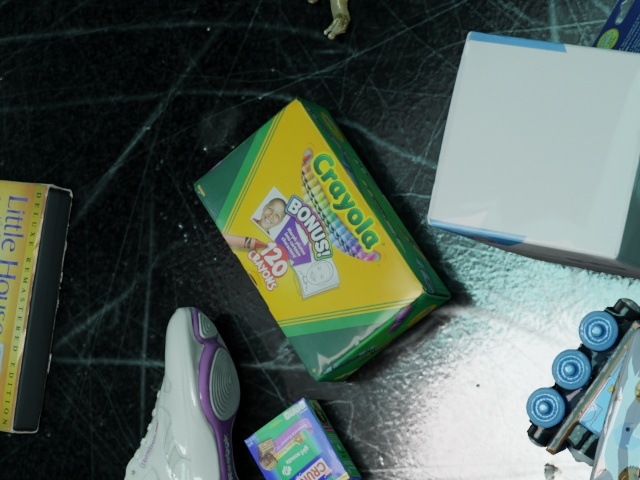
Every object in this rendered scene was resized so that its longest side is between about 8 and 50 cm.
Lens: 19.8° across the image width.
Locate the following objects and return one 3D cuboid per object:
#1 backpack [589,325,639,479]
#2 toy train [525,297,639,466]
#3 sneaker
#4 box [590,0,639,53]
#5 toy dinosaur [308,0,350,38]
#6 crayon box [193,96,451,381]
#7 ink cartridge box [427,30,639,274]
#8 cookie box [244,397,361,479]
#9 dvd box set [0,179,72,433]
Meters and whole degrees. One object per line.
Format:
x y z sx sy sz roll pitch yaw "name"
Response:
0.383 0.200 1.756 0.213 0.263 0.276 22 92 31 "backpack"
0.292 0.151 1.906 0.105 0.080 0.184 36 100 18 "toy train"
-0.168 0.229 2.095 0.152 0.114 0.305 -7 81 24 "sneaker"
0.390 -0.220 1.873 0.225 0.036 0.136 20 76 50 "box"
0.031 -0.325 2.108 0.092 0.053 0.183 25 103 10 "toy dinosaur"
0.000 0.000 2.059 0.165 0.081 0.278 -39 69 17 "crayon box"
0.262 -0.076 1.837 0.198 0.270 0.197 11 88 26 "ink cartridge box"
-0.020 0.246 2.063 0.092 0.040 0.107 -37 71 17 "cookie box"
-0.520 0.063 2.312 0.420 0.062 0.307 6 87 26 "dvd box set"
